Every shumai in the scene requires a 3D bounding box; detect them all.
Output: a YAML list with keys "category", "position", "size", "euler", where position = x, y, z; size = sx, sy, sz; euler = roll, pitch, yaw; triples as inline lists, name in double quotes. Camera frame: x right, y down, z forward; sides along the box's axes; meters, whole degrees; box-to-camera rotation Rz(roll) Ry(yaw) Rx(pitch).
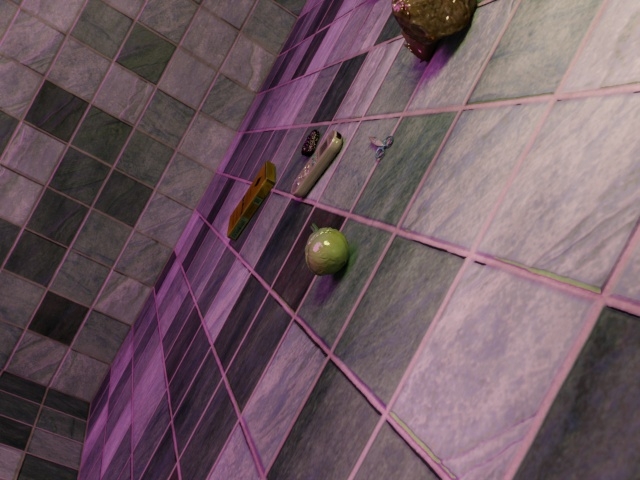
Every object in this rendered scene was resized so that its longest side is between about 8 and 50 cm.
- category: "shumai"
  position: [0.218, -0.475, 1.265]
  size: [0.206, 0.166, 0.175]
  euler: [-43, 1, -27]

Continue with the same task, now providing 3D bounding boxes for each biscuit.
- category: "biscuit"
  position: [-0.029, -0.295, 1.821]
  size: [0.087, 0.027, 0.089]
  euler: [-57, 19, 17]

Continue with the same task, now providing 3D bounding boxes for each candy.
- category: "candy"
  position: [0.000, 0.000, 1.307]
  size: [0.092, 0.093, 0.335]
  euler: [-17, 12, -3]

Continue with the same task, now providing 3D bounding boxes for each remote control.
- category: "remote control"
  position: [-0.009, -0.203, 1.625]
  size: [0.221, 0.042, 0.078]
  euler: [-50, 22, 28]

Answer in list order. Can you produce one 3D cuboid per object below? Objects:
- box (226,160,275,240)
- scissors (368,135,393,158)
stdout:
- category: "box"
  position: [-0.250, -0.142, 2.147]
  size: [0.279, 0.041, 0.153]
  euler: [-52, 21, 24]
- category: "scissors"
  position: [0.130, -0.218, 1.335]
  size: [0.058, 0.014, 0.119]
  euler: [-53, 24, 12]
